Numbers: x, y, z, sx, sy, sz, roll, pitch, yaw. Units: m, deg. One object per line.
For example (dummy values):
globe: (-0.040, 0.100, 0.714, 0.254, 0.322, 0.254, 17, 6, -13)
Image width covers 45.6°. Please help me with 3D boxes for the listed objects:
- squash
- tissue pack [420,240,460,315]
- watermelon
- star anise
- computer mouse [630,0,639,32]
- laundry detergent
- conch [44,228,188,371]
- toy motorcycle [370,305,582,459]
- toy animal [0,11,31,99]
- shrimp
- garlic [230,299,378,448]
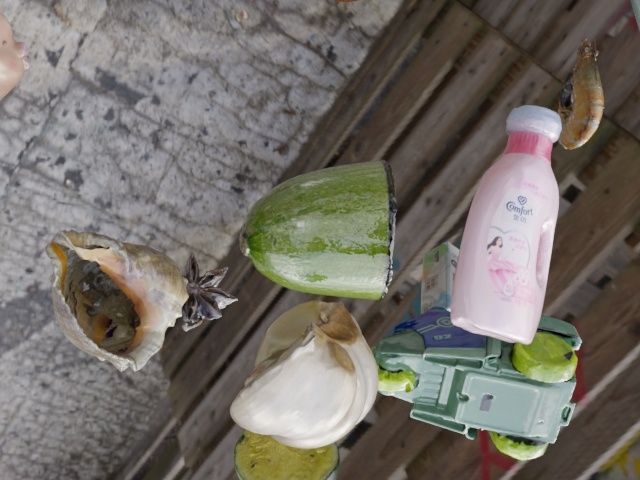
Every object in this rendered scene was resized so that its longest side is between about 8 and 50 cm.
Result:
squash: (-0.015, -0.025, 1.621, 0.309, 0.310, 0.310, 2, 122, -4)
tissue pack: (0.311, 0.150, 1.898, 0.145, 0.229, 0.159, -32, 123, 34)
watermelon: (-0.064, 0.458, 1.511, 0.204, 0.232, 0.127, -16, 127, -24)
star anise: (-0.323, 0.143, 1.907, 0.230, 0.262, 0.081, 15, 130, -17)
computer mouse: (0.401, -0.290, 0.826, 0.097, 0.159, 0.288, -24, 107, -30)
laundry detergent: (0.279, -0.027, 1.091, 0.159, 0.088, 0.335, 21, 78, -32)
conch: (-0.442, 0.126, 1.563, 0.210, 0.297, 0.352, -33, 133, 32)
toy motorcycle: (0.236, 0.196, 1.221, 0.326, 0.200, 0.191, 12, 122, 8)
toy animal: (-0.742, -0.338, 1.515, 0.326, 0.237, 0.269, -11, 114, -4)
shrimp: (0.603, -0.340, 1.783, 0.063, 0.287, 0.152, 17, 154, -12)
garlic: (-0.017, 0.205, 1.067, 0.203, 0.281, 0.185, -40, 101, 16)
